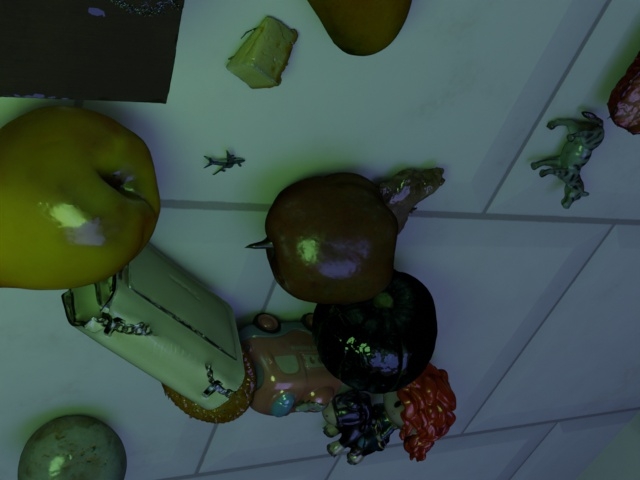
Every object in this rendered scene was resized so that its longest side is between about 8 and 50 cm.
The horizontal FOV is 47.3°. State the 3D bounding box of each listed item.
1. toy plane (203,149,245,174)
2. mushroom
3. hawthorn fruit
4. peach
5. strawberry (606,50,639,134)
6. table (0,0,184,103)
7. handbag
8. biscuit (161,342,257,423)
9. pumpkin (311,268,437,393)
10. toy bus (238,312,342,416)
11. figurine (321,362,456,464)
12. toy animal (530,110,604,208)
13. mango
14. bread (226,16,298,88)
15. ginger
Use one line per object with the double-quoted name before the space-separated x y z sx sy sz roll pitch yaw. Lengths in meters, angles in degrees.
"toy plane" -0.181 -0.149 1.393 0.084 0.024 0.078 1 149 -29
"mushroom" -0.593 0.534 1.734 0.243 0.243 0.243 -15 137 -15
"hawthorn fruit" 0.000 0.000 1.460 0.301 0.268 0.268 -6 134 -21
"peach" -0.424 -0.063 1.163 0.308 0.289 0.289 -15 144 23
"strawberry" 0.790 -0.368 1.627 0.253 0.150 0.280 18 126 -15
"table" -0.353 -0.321 0.961 0.282 0.250 0.196 -3 132 -28
"handbag" -0.318 0.160 1.429 0.160 0.237 0.358 -39 128 9
"biscuit" -0.262 0.306 1.668 0.254 0.254 0.035 -52 177 23
"pumpkin" 0.126 0.215 1.715 0.315 0.315 0.238 -5 140 -25
"toy bus" -0.080 0.317 1.761 0.287 0.232 0.194 4 132 -35
"figurine" 0.195 0.512 2.137 0.411 0.241 0.306 -14 115 9
"toy animal" 0.579 -0.186 1.735 0.170 0.090 0.255 -18 140 -19
"mango" 0.068 -0.414 1.186 0.175 0.139 0.254 -25 148 13
"bread" -0.103 -0.329 1.264 0.084 0.080 0.109 26 80 -43
"ginger" 0.175 -0.094 1.609 0.213 0.074 0.137 -43 142 21
